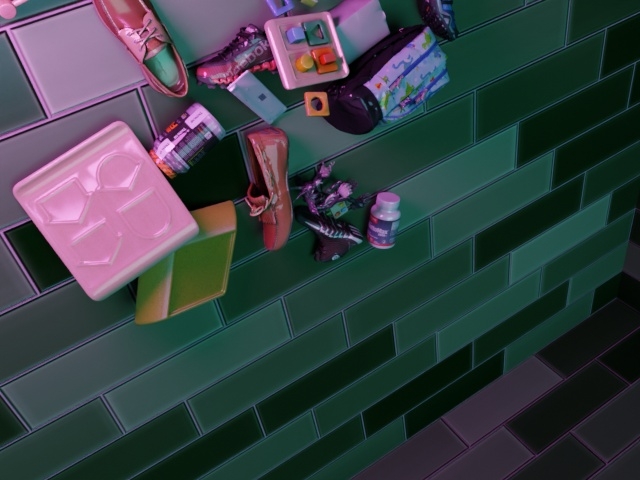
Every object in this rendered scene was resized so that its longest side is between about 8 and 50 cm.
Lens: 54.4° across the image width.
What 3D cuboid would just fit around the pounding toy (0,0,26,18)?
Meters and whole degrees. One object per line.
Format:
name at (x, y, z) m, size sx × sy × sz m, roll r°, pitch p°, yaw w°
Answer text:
pounding toy at (-0.626, -0.560, 1.246) m, size 0.181 × 0.094 × 0.206 m, roll -2°, pitch 129°, yaw -41°

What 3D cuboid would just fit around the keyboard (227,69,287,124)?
keyboard at (-0.165, -0.382, 1.683) m, size 0.072 × 0.014 × 0.256 m, roll -44°, pitch 159°, yaw 7°

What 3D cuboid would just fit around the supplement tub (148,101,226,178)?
supplement tub at (-0.351, -0.258, 1.631) m, size 0.190 × 0.117 × 0.117 m, roll -44°, pitch 135°, yaw -4°

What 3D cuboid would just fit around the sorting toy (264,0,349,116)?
sorting toy at (-0.026, -0.492, 1.598) m, size 0.195 × 0.047 × 0.348 m, roll -21°, pitch 94°, yaw -27°

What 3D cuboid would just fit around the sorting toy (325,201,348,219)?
sorting toy at (0.054, -0.097, 2.114) m, size 0.083 × 0.012 × 0.062 m, roll -36°, pitch 134°, yaw -12°

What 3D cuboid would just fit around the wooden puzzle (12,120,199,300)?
wooden puzzle at (-0.531, -0.073, 1.574) m, size 0.322 × 0.080 × 0.348 m, roll -35°, pitch 102°, yaw -9°

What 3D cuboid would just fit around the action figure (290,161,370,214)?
action figure at (0.029, -0.164, 1.954) m, size 0.275 × 0.164 × 0.141 m, roll 0°, pitch 138°, yaw -47°

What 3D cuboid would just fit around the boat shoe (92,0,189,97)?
boat shoe at (-0.399, -0.468, 1.449) m, size 0.122 × 0.120 × 0.324 m, roll -41°, pitch 135°, yaw -7°

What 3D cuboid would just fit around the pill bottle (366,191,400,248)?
pill bottle at (0.224, -0.072, 2.190) m, size 0.107 × 0.108 × 0.180 m, roll -12°, pitch 125°, yaw -30°

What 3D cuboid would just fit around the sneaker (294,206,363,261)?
sneaker at (0.000, 0.000, 2.083) m, size 0.281 × 0.106 × 0.163 m, roll 22°, pitch 119°, yaw -34°

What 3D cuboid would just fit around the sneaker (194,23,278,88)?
sneaker at (-0.203, -0.480, 1.602) m, size 0.275 × 0.097 × 0.135 m, roll -25°, pitch 132°, yaw -23°

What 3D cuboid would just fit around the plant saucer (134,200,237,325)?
plant saucer at (-0.367, 0.077, 1.803) m, size 0.332 × 0.080 × 0.333 m, roll -21°, pitch 132°, yaw -48°

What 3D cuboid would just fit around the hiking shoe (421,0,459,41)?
hiking shoe at (0.358, -0.723, 1.839) m, size 0.132 × 0.113 × 0.304 m, roll -45°, pitch 135°, yaw -1°

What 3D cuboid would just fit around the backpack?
backpack at (0.200, -0.463, 1.794) m, size 0.273 × 0.290 × 0.356 m, roll 37°, pitch 80°, yaw -18°

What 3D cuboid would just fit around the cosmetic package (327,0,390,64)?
cosmetic package at (0.065, -0.573, 1.736) m, size 0.238 × 0.107 × 0.127 m, roll -39°, pitch 134°, yaw -12°

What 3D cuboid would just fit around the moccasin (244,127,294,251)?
moccasin at (-0.160, -0.138, 1.838) m, size 0.146 × 0.139 × 0.380 m, roll -17°, pitch 128°, yaw -26°
